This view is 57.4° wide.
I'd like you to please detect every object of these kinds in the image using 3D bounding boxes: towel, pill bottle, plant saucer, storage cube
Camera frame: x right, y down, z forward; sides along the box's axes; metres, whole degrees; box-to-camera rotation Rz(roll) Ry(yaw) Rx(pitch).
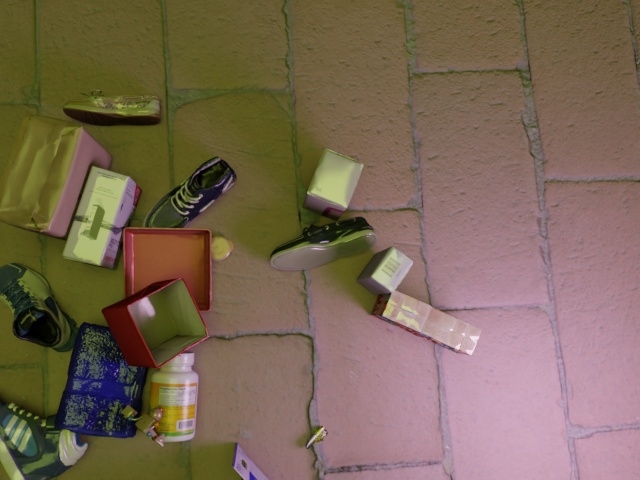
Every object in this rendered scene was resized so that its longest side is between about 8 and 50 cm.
[{"bbox_3d":[-0.611,0.404,1.683,0.228,0.076,0.308,16,72,-28],"label":"towel"},{"bbox_3d":[-0.430,0.452,1.714,0.137,0.136,0.245,3,83,-6],"label":"pill bottle"},{"bbox_3d":[-0.462,0.087,1.777,0.259,0.048,0.258,1,98,-7],"label":"plant saucer"},{"bbox_3d":[-0.465,0.229,1.643,0.184,0.193,0.214,-31,102,-40],"label":"storage cube"}]

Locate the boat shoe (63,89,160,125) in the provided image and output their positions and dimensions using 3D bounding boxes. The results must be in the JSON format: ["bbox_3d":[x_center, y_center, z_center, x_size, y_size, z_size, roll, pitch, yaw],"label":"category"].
[{"bbox_3d":[-0.647,-0.416,1.823,0.285,0.104,0.089,1,78,-16],"label":"boat shoe"}]

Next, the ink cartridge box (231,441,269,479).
[{"bbox_3d":[-0.157,0.725,1.627,0.307,0.303,0.072,45,80,1],"label":"ink cartridge box"}]

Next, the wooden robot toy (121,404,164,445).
[{"bbox_3d":[-0.469,0.498,1.624,0.173,0.076,0.079,21,60,37],"label":"wooden robot toy"}]

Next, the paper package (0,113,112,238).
[{"bbox_3d":[-0.749,-0.165,1.661,0.168,0.325,0.309,16,82,-4],"label":"paper package"}]

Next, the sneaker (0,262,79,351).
[{"bbox_3d":[-0.832,0.191,1.681,0.127,0.182,0.315,-42,89,-11],"label":"sneaker"}]

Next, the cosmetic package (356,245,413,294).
[{"bbox_3d":[0.191,0.095,1.777,0.085,0.231,0.117,37,81,0],"label":"cosmetic package"}]

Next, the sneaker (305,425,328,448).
[{"bbox_3d":[-0.010,0.611,1.793,0.035,0.031,0.083,44,81,0],"label":"sneaker"}]

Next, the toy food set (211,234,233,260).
[{"bbox_3d":[-0.322,0.022,1.838,0.083,0.020,0.083,34,81,-1],"label":"toy food set"}]

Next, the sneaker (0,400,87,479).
[{"bbox_3d":[-0.816,0.528,1.687,0.236,0.130,0.322,-29,73,-27],"label":"sneaker"}]

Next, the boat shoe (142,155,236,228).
[{"bbox_3d":[-0.407,-0.134,1.778,0.340,0.158,0.127,-43,89,-9],"label":"boat shoe"}]

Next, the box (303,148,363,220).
[{"bbox_3d":[0.034,-0.164,1.792,0.127,0.232,0.148,22,82,-2],"label":"box"}]

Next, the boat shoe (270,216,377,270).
[{"bbox_3d":[0.000,-0.002,1.834,0.340,0.127,0.113,-17,56,-1],"label":"boat shoe"}]

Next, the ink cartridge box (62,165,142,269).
[{"bbox_3d":[-0.638,-0.057,1.724,0.114,0.197,0.272,17,82,-4],"label":"ink cartridge box"}]

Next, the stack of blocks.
[{"bbox_3d":[0.320,0.251,1.803,0.297,0.171,0.087,25,81,-4],"label":"stack of blocks"}]
